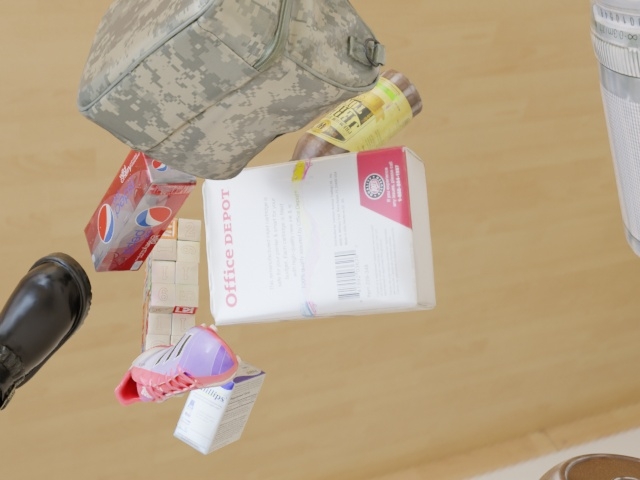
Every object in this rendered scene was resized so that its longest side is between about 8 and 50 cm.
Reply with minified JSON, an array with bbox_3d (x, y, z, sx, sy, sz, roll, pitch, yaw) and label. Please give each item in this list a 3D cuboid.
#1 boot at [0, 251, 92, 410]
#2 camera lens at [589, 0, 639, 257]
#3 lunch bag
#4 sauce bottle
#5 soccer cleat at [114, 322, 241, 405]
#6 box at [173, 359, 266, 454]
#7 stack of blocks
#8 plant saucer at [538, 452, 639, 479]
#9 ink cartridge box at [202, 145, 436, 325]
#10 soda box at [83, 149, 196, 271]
[{"bbox_3d":[-0.546,0.195,1.653,0.348,0.131,0.260,-54,176,26],"label":"boot"},{"bbox_3d":[0.318,-0.111,0.701,0.219,0.219,0.274,-24,117,-10],"label":"camera lens"},{"bbox_3d":[-0.107,-0.210,1.160,0.256,0.213,0.305,34,138,-31],"label":"lunch bag"},{"bbox_3d":[0.035,-0.176,1.755,0.344,0.111,0.111,-42,142,-19],"label":"sauce bottle"},{"bbox_3d":[-0.179,0.164,1.193,0.095,0.248,0.083,-41,101,-30],"label":"soccer cleat"},{"bbox_3d":[-0.171,0.278,1.648,0.137,0.072,0.126,-67,161,9],"label":"box"},{"bbox_3d":[-0.280,0.126,1.788,0.087,0.297,0.171,5,158,-14],"label":"stack of blocks"},{"bbox_3d":[0.495,0.412,1.522,0.310,0.310,0.050,-1,106,-30],"label":"plant saucer"},{"bbox_3d":[0.000,0.000,1.393,0.306,0.226,0.131,-6,173,21],"label":"ink cartridge box"},{"bbox_3d":[-0.299,-0.054,1.582,0.083,0.092,0.263,0,147,-37],"label":"soda box"}]
